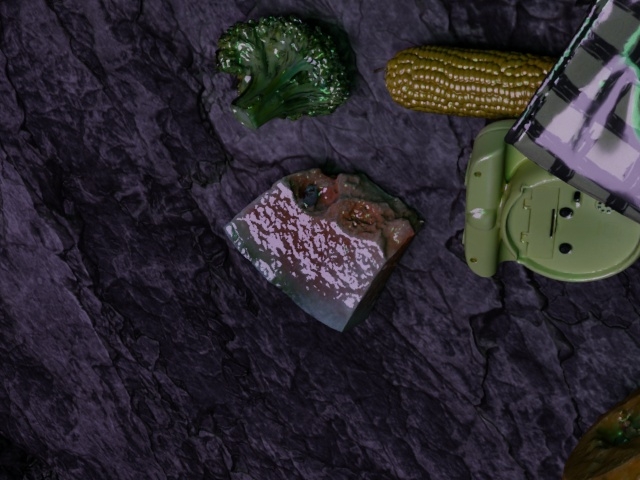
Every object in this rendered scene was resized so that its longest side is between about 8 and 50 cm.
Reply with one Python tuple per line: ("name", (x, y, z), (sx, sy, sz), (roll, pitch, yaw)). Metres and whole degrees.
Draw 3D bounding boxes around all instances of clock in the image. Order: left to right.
("clock", (0.349, -0.042, 1.694), (0.308, 0.096, 0.235), (6, 133, 11))

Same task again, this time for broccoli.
("broccoli", (-0.070, -0.240, 1.884), (0.219, 0.194, 0.194), (34, 138, 8))

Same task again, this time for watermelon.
("watermelon", (-0.011, 0.011, 2.058), (0.264, 0.151, 0.302), (41, 140, 9))

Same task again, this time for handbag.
("handbag", (0.433, -0.173, 1.473), (0.325, 0.162, 0.327), (33, 122, 11))

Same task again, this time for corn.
("corn", (0.221, -0.215, 1.719), (0.310, 0.101, 0.101), (8, 126, 30))

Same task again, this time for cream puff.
("cream puff", (0.505, 0.340, 1.766), (0.343, 0.327, 0.231), (-38, 91, 12))
